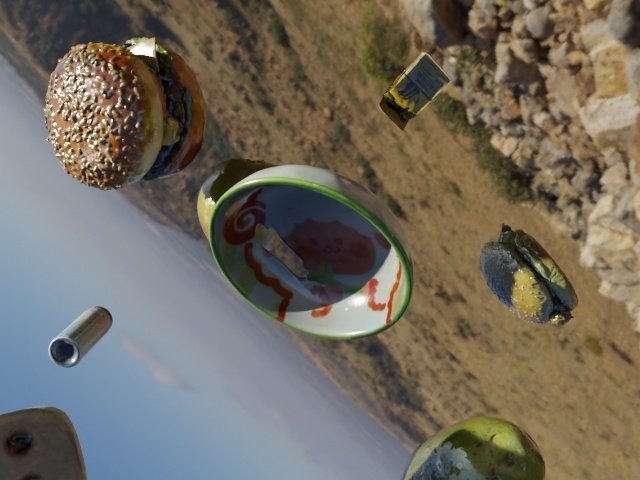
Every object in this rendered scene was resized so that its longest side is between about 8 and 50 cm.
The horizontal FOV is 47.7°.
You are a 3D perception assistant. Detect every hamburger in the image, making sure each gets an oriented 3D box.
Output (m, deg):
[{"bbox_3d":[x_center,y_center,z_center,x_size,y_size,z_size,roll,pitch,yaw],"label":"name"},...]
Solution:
[{"bbox_3d":[-0.367,-0.233,1.343,0.291,0.291,0.225,39,-154,19],"label":"hamburger"},{"bbox_3d":[0.419,0.083,1.459,0.215,0.122,0.189,52,176,43],"label":"hamburger"}]

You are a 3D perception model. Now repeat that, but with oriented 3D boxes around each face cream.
[{"bbox_3d":[-0.536,0.210,1.649,0.075,0.075,0.229,45,-167,-7],"label":"face cream"}]

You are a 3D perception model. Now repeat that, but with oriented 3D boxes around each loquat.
[{"bbox_3d":[-0.163,-0.052,1.530,0.213,0.246,0.213,15,-173,-2],"label":"loquat"}]

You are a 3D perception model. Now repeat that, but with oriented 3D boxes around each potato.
[{"bbox_3d":[0.210,0.346,1.056,0.148,0.197,0.228,39,158,2],"label":"potato"}]

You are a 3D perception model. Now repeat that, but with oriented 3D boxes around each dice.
[{"bbox_3d":[-0.497,0.392,1.179,0.193,0.194,0.192,-49,56,47],"label":"dice"}]

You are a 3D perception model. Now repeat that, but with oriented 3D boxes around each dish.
[{"bbox_3d":[0.000,0.000,1.114,0.324,0.124,0.324,15,136,15],"label":"dish"}]

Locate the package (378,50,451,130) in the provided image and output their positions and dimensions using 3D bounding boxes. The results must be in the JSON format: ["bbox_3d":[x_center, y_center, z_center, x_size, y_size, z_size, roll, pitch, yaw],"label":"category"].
[{"bbox_3d":[0.167,-0.269,1.299,0.071,0.131,0.047,39,-168,-18],"label":"package"}]
